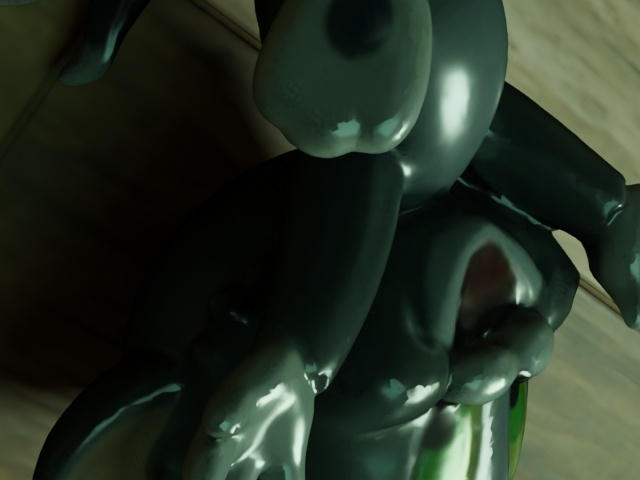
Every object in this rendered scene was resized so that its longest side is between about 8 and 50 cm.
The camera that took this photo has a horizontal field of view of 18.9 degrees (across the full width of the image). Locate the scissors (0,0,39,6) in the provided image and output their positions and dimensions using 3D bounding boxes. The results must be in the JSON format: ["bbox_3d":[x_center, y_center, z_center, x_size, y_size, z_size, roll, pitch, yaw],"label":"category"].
[{"bbox_3d":[-0.164,-0.138,0.379,0.160,0.024,0.317,-40,133,-10],"label":"scissors"}]

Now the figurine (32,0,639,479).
[{"bbox_3d":[-0.004,-0.004,0.509,0.193,0.140,0.265,-39,124,-45],"label":"figurine"}]
